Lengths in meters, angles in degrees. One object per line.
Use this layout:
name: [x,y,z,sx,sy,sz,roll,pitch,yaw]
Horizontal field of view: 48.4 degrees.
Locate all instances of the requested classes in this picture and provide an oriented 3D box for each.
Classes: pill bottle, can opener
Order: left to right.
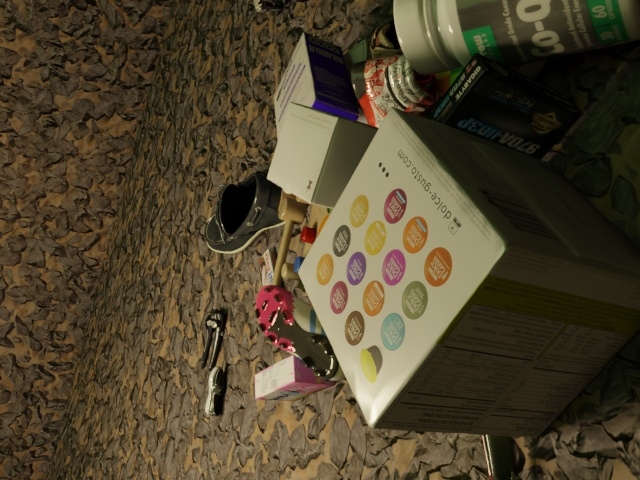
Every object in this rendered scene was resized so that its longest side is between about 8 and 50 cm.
can opener: [-0.319,0.298,2.125,0.059,0.073,0.186,7,88,19]
pill bottle: [0.313,-0.380,1.120,0.361,0.204,0.204,-5,74,35]

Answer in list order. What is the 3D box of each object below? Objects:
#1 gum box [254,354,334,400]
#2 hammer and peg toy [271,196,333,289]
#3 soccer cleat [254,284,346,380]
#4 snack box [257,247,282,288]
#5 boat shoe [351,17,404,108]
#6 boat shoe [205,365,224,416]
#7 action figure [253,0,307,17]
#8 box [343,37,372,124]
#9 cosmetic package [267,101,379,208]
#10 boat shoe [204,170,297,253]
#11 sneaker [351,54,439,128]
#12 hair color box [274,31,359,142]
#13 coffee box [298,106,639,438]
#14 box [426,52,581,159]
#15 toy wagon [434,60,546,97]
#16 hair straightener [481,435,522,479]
gum box: [-0.066,0.325,1.655,0.188,0.107,0.062,-34,51,47]
hammer and peg toy: [0.000,0.000,1.640,0.361,0.127,0.266,-179,101,-70]
soccer cleat: [-0.021,0.206,1.579,0.331,0.143,0.116,38,113,46]
snack box: [-0.134,0.110,1.917,0.064,0.022,0.178,-49,41,36]
boat shoe: [0.152,-0.387,1.421,0.324,0.116,0.123,-42,46,40]
boat shoe: [-0.294,0.433,2.039,0.040,0.049,0.142,6,85,39]
action figure: [-0.123,-0.752,2.102,0.275,0.141,0.164,18,106,57]
box: [0.055,-0.341,1.722,0.290,0.087,0.169,-24,59,53]
cosmetic package: [0.114,-0.119,1.287,0.197,0.365,0.155,33,107,56]
boat shoe: [-0.225,-0.083,2.009,0.500,0.156,0.187,-20,64,55]
sneaker: [0.173,-0.248,1.416,0.145,0.270,0.090,-6,43,28]
hair color box: [-0.017,-0.295,1.562,0.339,0.110,0.185,-100,32,-50]
coffee box: [0.222,0.060,1.080,0.334,0.338,0.337,-60,36,27]
box: [0.290,-0.191,1.174,0.175,0.220,0.051,-53,37,33]
toy wagon: [0.342,-0.377,1.302,0.344,0.068,0.267,-12,69,56]
hair straightener: [0.285,0.388,1.105,0.089,0.047,0.230,79,-170,-69]
